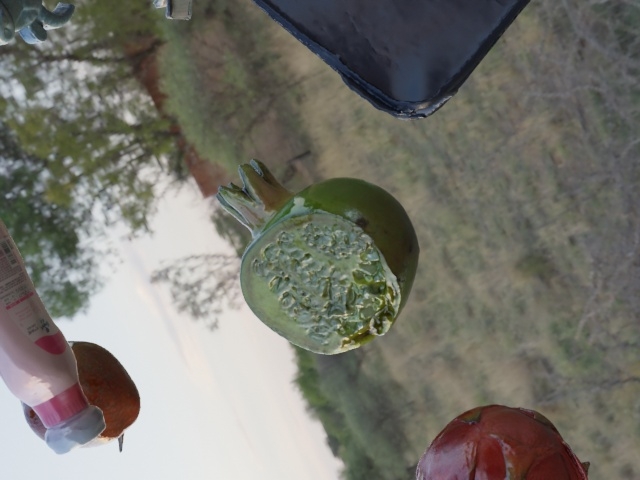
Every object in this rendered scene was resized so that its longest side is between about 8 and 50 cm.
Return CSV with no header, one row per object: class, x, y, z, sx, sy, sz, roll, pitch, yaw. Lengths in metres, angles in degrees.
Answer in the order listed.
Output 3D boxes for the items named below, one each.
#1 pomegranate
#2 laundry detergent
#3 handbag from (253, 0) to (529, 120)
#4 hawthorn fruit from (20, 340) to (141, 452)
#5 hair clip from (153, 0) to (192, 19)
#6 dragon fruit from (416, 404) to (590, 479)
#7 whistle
pomegranate,0.000,0.000,1.485,0.358,0.310,0.216,46,-140,1
laundry detergent,-0.394,0.122,1.188,0.335,0.088,0.159,63,-173,-7
handbag,0.049,-0.293,0.792,0.326,0.269,0.118,42,-172,6
hawthorn fruit,-0.459,0.324,1.786,0.262,0.211,0.210,53,-176,-37
hair clip,-0.210,-0.466,1.435,0.071,0.159,0.218,39,129,28
dragon fruit,0.237,0.337,1.190,0.241,0.252,0.240,19,128,26
whistle,-0.389,-0.327,1.139,0.180,0.093,0.269,66,-147,-44
